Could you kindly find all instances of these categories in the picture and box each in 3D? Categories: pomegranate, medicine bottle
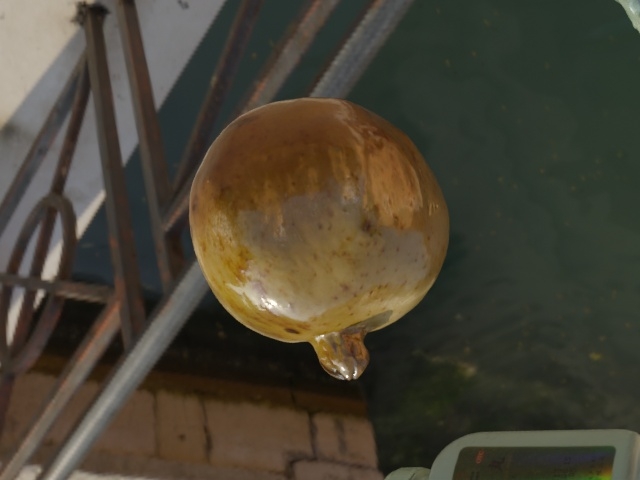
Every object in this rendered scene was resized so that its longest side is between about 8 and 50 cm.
[{"bbox_3d":[0.000,0.000,1.554,0.410,0.410,0.410,-10,135,-10],"label":"pomegranate"},{"bbox_3d":[0.157,0.219,0.883,0.228,0.121,0.083,-9,149,37],"label":"medicine bottle"}]

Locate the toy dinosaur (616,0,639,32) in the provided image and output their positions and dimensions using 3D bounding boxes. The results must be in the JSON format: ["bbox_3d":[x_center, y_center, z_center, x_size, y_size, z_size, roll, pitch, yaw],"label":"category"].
[{"bbox_3d":[0.267,-0.195,0.835,0.092,0.205,0.393,-43,161,24],"label":"toy dinosaur"}]
